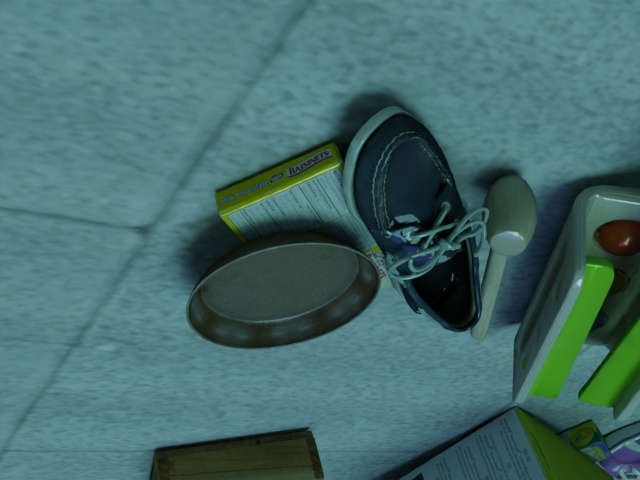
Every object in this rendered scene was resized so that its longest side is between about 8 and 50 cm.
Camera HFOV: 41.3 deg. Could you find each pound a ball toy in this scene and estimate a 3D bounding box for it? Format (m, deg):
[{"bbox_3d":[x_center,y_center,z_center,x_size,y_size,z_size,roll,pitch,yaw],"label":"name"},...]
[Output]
[{"bbox_3d":[0.246,0.045,0.844,0.208,0.136,0.319,9,145,6],"label":"pound a ball toy"}]

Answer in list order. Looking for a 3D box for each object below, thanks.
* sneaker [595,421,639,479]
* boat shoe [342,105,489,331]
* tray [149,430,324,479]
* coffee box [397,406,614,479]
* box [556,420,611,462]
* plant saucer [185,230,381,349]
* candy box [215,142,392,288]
[{"bbox_3d":[0.576,0.382,1.415,0.282,0.161,0.102,-28,146,17],"label":"sneaker"},{"bbox_3d":[0.085,-0.004,0.689,0.095,0.079,0.254,-35,143,-12],"label":"boat shoe"},{"bbox_3d":[-0.145,0.396,1.190,0.202,0.076,0.411,-3,143,-20],"label":"tray"},{"bbox_3d":[0.299,0.516,1.249,0.334,0.338,0.337,-38,130,19],"label":"coffee box"},{"bbox_3d":[0.382,0.361,1.402,0.179,0.043,0.105,-26,145,15],"label":"box"},{"bbox_3d":[-0.033,0.041,0.726,0.168,0.029,0.168,-11,147,-7],"label":"plant saucer"},{"bbox_3d":[0.000,0.000,0.730,0.105,0.027,0.206,-24,146,7],"label":"candy box"}]
